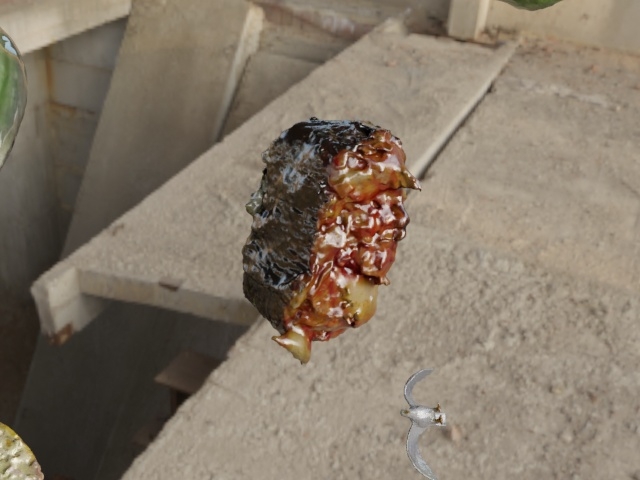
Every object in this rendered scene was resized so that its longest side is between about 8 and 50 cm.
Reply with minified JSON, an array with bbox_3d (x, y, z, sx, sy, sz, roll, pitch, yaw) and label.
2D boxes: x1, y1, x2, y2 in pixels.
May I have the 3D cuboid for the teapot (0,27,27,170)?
[{"bbox_3d":[-0.266,-0.083,0.275,0.200,0.337,0.270,-10,56,20],"label":"teapot"}]

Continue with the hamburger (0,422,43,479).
[{"bbox_3d":[-0.689,0.445,1.474,0.445,0.287,0.268,23,44,7],"label":"hamburger"}]

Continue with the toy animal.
[{"bbox_3d":[0.074,0.128,0.604,0.028,0.050,0.084,-6,62,14],"label":"toy animal"}]

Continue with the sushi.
[{"bbox_3d":[0.000,0.000,1.157,0.196,0.343,0.182,3,21,-27],"label":"sushi"}]

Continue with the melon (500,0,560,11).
[{"bbox_3d":[0.137,-0.316,0.357,0.226,0.331,0.343,-37,6,-40],"label":"melon"}]
